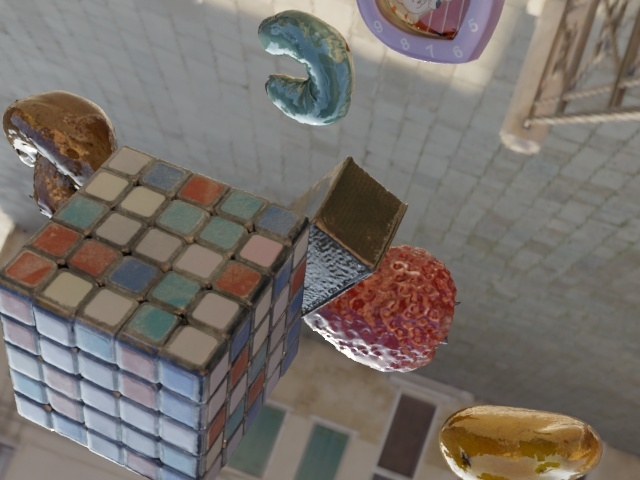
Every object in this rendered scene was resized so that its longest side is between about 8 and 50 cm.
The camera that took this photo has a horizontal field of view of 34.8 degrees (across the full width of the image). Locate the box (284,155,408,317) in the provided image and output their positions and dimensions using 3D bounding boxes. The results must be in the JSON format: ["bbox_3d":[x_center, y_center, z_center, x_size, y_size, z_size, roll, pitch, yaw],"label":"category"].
[{"bbox_3d":[0.002,0.002,1.817,0.143,0.184,0.273,38,141,-14],"label":"box"}]

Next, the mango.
[{"bbox_3d":[0.265,0.280,1.349,0.157,0.108,0.262,-1,180,-33],"label":"mango"}]

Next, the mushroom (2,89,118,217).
[{"bbox_3d":[-0.495,-0.168,1.996,0.263,0.195,0.283,23,135,31],"label":"mushroom"}]

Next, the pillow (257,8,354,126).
[{"bbox_3d":[-0.030,-0.320,1.906,0.214,0.086,0.233,19,137,30],"label":"pillow"}]

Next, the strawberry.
[{"bbox_3d":[0.146,0.164,2.237,0.292,0.310,0.291,31,139,32],"label":"strawberry"}]

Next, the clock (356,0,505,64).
[{"bbox_3d":[0.140,-0.283,1.163,0.198,0.064,0.172,-27,91,45],"label":"clock"}]

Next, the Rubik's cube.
[{"bbox_3d":[-0.202,0.101,1.303,0.292,0.287,0.293,23,138,12],"label":"Rubik's cube"}]
